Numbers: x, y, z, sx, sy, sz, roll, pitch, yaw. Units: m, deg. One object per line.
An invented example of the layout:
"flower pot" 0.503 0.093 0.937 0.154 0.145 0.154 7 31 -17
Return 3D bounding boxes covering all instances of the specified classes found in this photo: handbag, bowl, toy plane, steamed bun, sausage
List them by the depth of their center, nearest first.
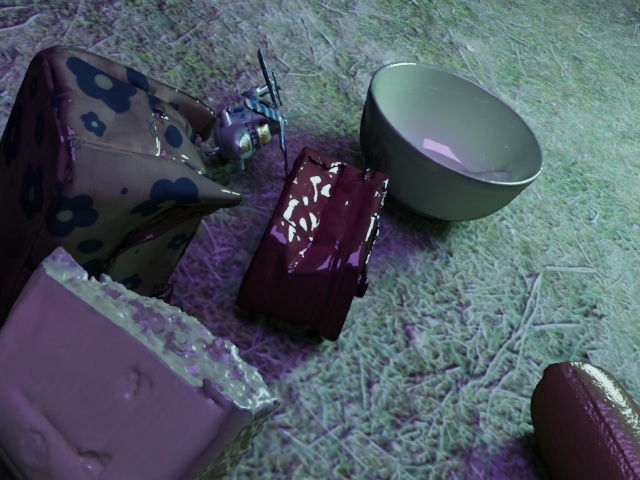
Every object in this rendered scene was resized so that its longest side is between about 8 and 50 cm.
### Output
"steamed bun" -0.165 0.125 0.637 0.225 0.200 0.170 43 6 18
"handbag" -0.209 -0.039 0.743 0.193 0.251 0.190 5 50 -39
"sausage" 0.316 0.255 0.804 0.123 0.123 0.252 4 46 -26
"handbag" 0.000 0.000 0.887 0.135 0.146 0.225 21 40 1
"toy plane" -0.102 -0.182 1.045 0.107 0.182 0.273 -13 45 3
"bowl" 0.173 -0.128 1.121 0.277 0.145 0.277 14 42 -13
